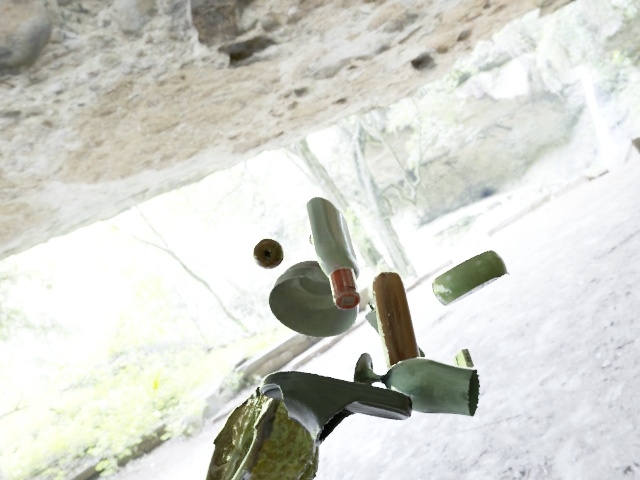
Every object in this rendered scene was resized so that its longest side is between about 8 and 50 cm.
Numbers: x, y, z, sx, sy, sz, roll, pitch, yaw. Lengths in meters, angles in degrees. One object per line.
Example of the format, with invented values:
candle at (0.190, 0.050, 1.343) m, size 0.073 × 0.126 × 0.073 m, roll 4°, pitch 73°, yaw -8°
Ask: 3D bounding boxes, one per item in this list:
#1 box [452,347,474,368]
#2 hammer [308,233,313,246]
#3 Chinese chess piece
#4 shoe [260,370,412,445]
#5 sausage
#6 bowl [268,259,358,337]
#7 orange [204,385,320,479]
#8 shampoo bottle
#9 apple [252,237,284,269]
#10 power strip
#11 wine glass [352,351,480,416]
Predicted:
box at (0.393, 0.336, 1.413) m, size 0.024 × 0.054 × 0.083 m, roll -10°, pitch -29°, yaw -9°
hammer at (0.000, 0.000, 1.141) m, size 0.043 × 0.043 × 0.083 m, roll -32°, pitch 12°, yaw -12°
Chinese chess piece at (0.281, 0.073, 0.967) m, size 0.144 × 0.058 × 0.144 m, roll -25°, pitch -16°, yaw -8°
shoe at (0.016, 0.265, 0.782) m, size 0.241 × 0.093 × 0.108 m, roll 5°, pitch -30°, yaw 11°
sausage at (0.183, 0.213, 1.227) m, size 0.086 × 0.288 × 0.086 m, roll -8°, pitch -12°, yaw -2°
bowl at (-0.014, 0.167, 1.642) m, size 0.287 × 0.287 × 0.143 m, roll -33°, pitch 28°, yaw 35°
orange at (-0.120, 0.492, 1.178) m, size 0.369 × 0.210 × 0.270 m, roll -38°, pitch 19°, yaw 50°
shampoo bottle at (0.026, 0.020, 0.863) m, size 0.051 × 0.108 × 0.220 m, roll -32°, pitch 40°, yaw 17°
apple at (-0.144, 0.036, 1.418) m, size 0.090 × 0.089 × 0.074 m, roll -32°, pitch 14°, yaw 8°
power strip at (0.200, 0.257, 1.403) m, size 0.080 × 0.226 × 0.029 m, roll -34°, pitch 5°, yaw 46°
wine glass at (0.164, 0.245, 0.875) m, size 0.202 × 0.092 × 0.093 m, roll 2°, pitch 17°, yaw 28°
